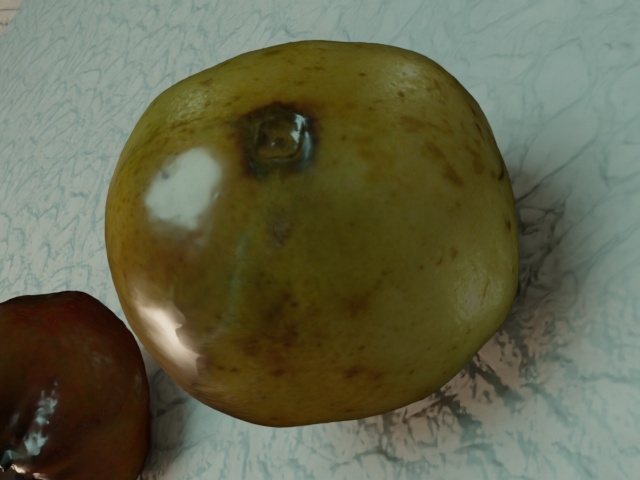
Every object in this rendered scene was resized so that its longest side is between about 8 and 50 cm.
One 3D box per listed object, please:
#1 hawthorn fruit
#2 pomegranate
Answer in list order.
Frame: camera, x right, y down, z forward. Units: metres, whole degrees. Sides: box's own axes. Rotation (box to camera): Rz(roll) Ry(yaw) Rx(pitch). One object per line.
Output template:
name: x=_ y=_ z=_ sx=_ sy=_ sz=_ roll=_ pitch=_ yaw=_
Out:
hawthorn fruit: x=-0.267 y=0.144 z=1.038 sx=0.224 sy=0.224 sz=0.261 roll=-41 pitch=21 yaw=28
pomegranate: x=-0.010 y=-0.007 z=0.722 sx=0.307 sy=0.307 sz=0.307 roll=-34 pitch=41 yaw=35
